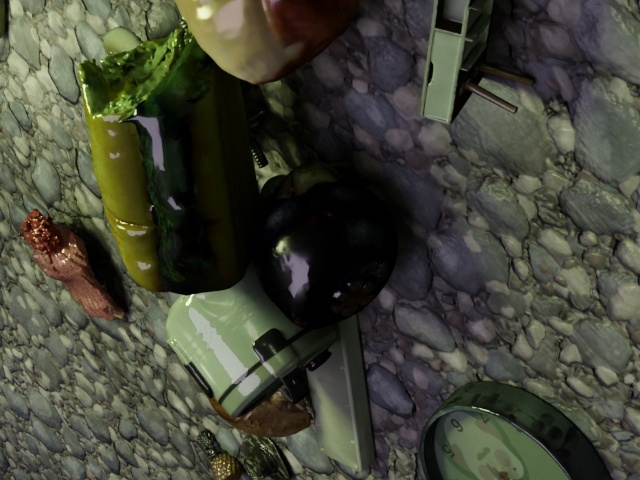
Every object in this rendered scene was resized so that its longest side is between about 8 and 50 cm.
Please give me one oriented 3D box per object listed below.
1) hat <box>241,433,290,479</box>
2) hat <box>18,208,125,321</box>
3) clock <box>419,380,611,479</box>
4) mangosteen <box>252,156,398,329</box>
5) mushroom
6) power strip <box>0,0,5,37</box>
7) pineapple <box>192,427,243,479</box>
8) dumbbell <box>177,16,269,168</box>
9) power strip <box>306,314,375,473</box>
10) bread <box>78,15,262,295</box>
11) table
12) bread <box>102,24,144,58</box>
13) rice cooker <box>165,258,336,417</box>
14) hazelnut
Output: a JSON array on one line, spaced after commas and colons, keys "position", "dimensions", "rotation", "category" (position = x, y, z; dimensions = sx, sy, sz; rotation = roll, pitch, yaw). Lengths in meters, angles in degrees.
[{"position": [-0.112, 0.423, 2.290], "dimensions": [0.121, 0.050, 0.121], "rotation": [26, 134, 30], "category": "hat"}, {"position": [-0.503, 0.030, 2.383], "dimensions": [0.237, 0.107, 0.286], "rotation": [29, 160, 31], "category": "hat"}, {"position": [0.285, 0.358, 1.781], "dimensions": [0.319, 0.066, 0.319], "rotation": [28, 135, 32], "category": "clock"}, {"position": [0.000, 0.000, 1.720], "dimensions": [0.243, 0.243, 0.243], "rotation": [29, 136, 32], "category": "mangosteen"}, {"position": [-0.130, 0.216, 2.043], "dimensions": [0.285, 0.151, 0.156], "rotation": [67, 168, -7], "category": "mushroom"}, {"position": [-0.596, -0.519, 2.118], "dimensions": [0.092, 0.066, 0.387], "rotation": [41, 143, 22], "category": "power strip"}, {"position": [-0.205, 0.425, 2.408], "dimensions": [0.124, 0.058, 0.058], "rotation": [53, 146, 28], "category": "pineapple"}, {"position": [-0.143, -0.220, 1.804], "dimensions": [0.110, 0.110, 0.254], "rotation": [-6, 119, 50], "category": "dumbbell"}, {"position": [0.026, 0.235, 1.998], "dimensions": [0.106, 0.043, 0.367], "rotation": [21, 131, 40], "category": "power strip"}, {"position": [-0.200, -0.106, 1.680], "dimensions": [0.208, 0.251, 0.376], "rotation": [-2, 121, 18], "category": "bread"}, {"position": [0.196, -0.255, 1.379], "dimensions": [0.111, 0.121, 0.240], "rotation": [18, 132, 17], "category": "table"}, {"position": [-0.255, -0.221, 1.889], "dimensions": [0.267, 0.040, 0.267], "rotation": [47, 167, 14], "category": "bread"}, {"position": [-0.104, 0.150, 1.865], "dimensions": [0.244, 0.226, 0.226], "rotation": [48, 143, 8], "category": "rice cooker"}, {"position": [-0.067, -0.335, 1.543], "dimensions": [0.261, 0.241, 0.261], "rotation": [3, 98, 20], "category": "hazelnut"}]
